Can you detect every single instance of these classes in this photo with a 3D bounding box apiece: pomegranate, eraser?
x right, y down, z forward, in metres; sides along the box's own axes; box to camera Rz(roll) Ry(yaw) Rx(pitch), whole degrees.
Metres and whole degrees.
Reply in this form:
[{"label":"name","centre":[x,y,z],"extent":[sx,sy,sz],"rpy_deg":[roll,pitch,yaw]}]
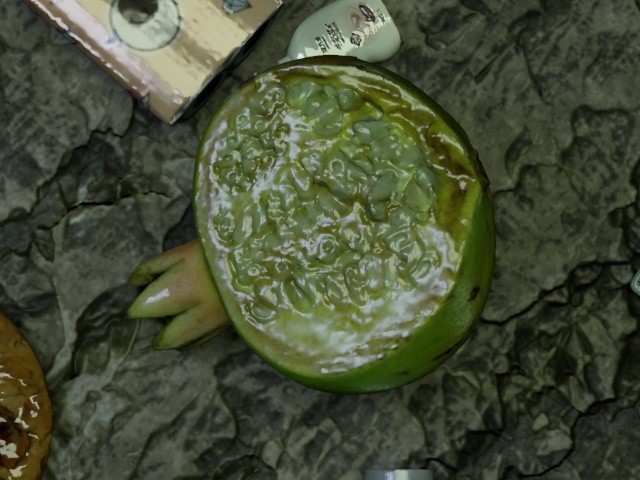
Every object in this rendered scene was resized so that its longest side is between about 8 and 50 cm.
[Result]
[{"label":"pomegranate","centre":[0.000,0.000,1.388],"extent":[0.359,0.216,0.309],"rpy_deg":[-25,84,22]},{"label":"eraser","centre":[-0.200,-0.262,1.456],"extent":[0.290,0.087,0.171],"rpy_deg":[41,79,1]}]

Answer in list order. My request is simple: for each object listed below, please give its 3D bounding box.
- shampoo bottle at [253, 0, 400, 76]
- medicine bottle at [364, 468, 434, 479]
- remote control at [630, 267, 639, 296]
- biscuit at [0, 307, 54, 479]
[{"label":"shampoo bottle","centre":[0.000,-0.192,1.486],"extent":[0.152,0.045,0.077],"rpy_deg":[-26,85,-8]},{"label":"medicine bottle","centre":[0.074,0.324,1.393],"extent":[0.090,0.090,0.216],"rpy_deg":[1,81,-5]},{"label":"remote control","centre":[0.373,0.064,1.496],"extent":[0.124,0.018,0.053],"rpy_deg":[39,79,1]},{"label":"biscuit","centre":[-0.421,0.174,1.376],"extent":[0.334,0.081,0.289],"rpy_deg":[-25,86,-9]}]
